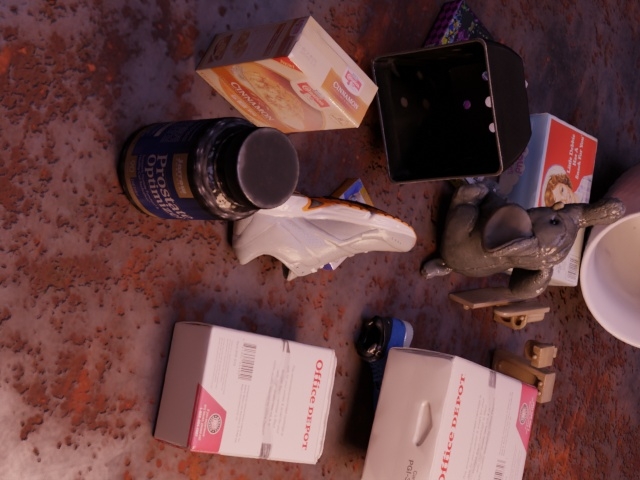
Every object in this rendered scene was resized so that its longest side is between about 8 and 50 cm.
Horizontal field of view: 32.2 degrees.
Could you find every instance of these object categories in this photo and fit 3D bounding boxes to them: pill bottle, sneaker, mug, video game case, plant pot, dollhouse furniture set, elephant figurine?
[{"bbox_3d":[-0.131,-0.085,1.318,0.123,0.219,0.122,-2,93,-42],"label":"pill bottle"},{"bbox_3d":[0.084,0.185,1.633,0.085,0.058,0.152,18,82,-38],"label":"sneaker"},{"bbox_3d":[0.606,-0.048,1.934,0.328,0.276,0.374,-56,139,-55],"label":"mug"},{"bbox_3d":[0.000,0.000,1.508,0.263,0.099,0.121,10,97,-16],"label":"sneaker"},{"bbox_3d":[0.224,-0.226,1.760,0.210,0.042,0.232,43,64,-35],"label":"video game case"},{"bbox_3d":[0.208,-0.191,1.609,0.167,0.188,0.188,-17,101,-51],"label":"plant pot"},{"bbox_3d":[0.289,0.171,1.781,0.123,0.144,0.151,-4,108,-38],"label":"dollhouse furniture set"},{"bbox_3d":[0.303,-0.001,1.672,0.169,0.239,0.185,0,106,-37],"label":"elephant figurine"}]

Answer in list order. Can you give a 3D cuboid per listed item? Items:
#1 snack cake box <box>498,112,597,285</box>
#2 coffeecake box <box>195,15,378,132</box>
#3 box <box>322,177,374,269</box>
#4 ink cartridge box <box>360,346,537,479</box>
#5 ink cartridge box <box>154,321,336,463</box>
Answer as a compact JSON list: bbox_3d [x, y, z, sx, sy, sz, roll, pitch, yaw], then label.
[{"bbox_3d":[0.374,-0.066,1.871,0.152,0.089,0.264,18,79,-40],"label":"snack cake box"},{"bbox_3d":[-0.044,-0.206,1.418,0.142,0.186,0.068,42,64,-35],"label":"coffeecake box"},{"bbox_3d":[0.026,-0.020,1.595,0.136,0.028,0.081,-45,119,-34],"label":"box"},{"bbox_3d":[0.197,0.284,1.638,0.283,0.117,0.207,26,74,-51],"label":"ink cartridge box"},{"bbox_3d":[-0.093,0.200,1.448,0.218,0.092,0.158,16,80,-40],"label":"ink cartridge box"}]
